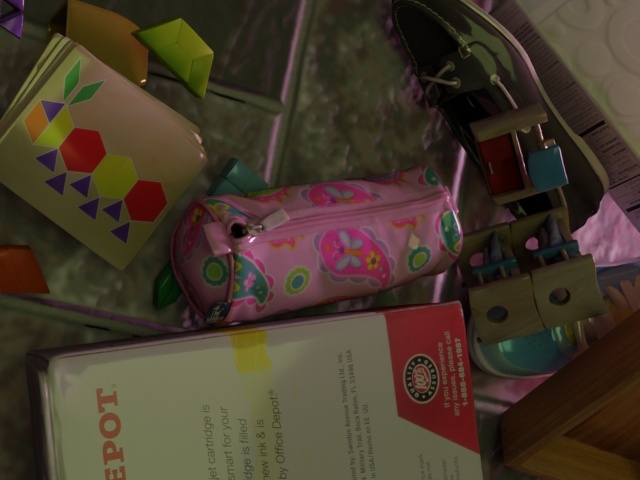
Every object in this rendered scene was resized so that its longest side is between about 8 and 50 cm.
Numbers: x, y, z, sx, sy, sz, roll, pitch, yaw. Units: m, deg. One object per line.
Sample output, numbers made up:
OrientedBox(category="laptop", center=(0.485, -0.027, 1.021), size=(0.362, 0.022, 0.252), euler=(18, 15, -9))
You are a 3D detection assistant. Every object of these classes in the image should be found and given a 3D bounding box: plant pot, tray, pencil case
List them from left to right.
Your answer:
OrientedBox(category="plant pot", center=(-0.206, -0.169, 0.956), size=(0.083, 0.081, 0.081), euler=(5, 83, -27))
OrientedBox(category="pencil case", center=(0.000, 0.000, 0.982), size=(0.284, 0.124, 0.124), euler=(-9, 88, -32))
OrientedBox(category="tray", center=(0.381, 0.132, 1.002), size=(0.203, 0.411, 0.076), euler=(22, 46, -19))

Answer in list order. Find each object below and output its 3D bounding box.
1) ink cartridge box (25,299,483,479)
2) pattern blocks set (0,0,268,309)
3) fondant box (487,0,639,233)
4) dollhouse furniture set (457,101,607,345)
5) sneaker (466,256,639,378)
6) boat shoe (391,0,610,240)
OrientedBox(category="ink cartridge box", center=(-0.057, 0.213, 0.932), size=(0.385, 0.160, 0.279), euler=(-5, 89, -23))
OrientedBox(category="pattern blocks set", center=(-0.202, -0.078, 0.913), size=(0.285, 0.026, 0.325), euler=(-47, 124, -12))
OrientedBox(category="fondant box", center=(0.373, -0.191, 1.161), size=(0.238, 0.096, 0.330), euler=(-39, 92, -21))
OrientedBox(category="dollhouse furniture set", center=(0.189, -0.017, 1.026), size=(0.129, 0.129, 0.183), euler=(-17, 114, 7))
OrientedBox(category="sneaker", center=(0.327, 0.071, 1.080), size=(0.319, 0.208, 0.127), euler=(-14, 91, -22))
OrientedBox(category="boat shoe", center=(0.183, -0.133, 1.094), size=(0.335, 0.112, 0.095), euler=(46, 66, -16))
